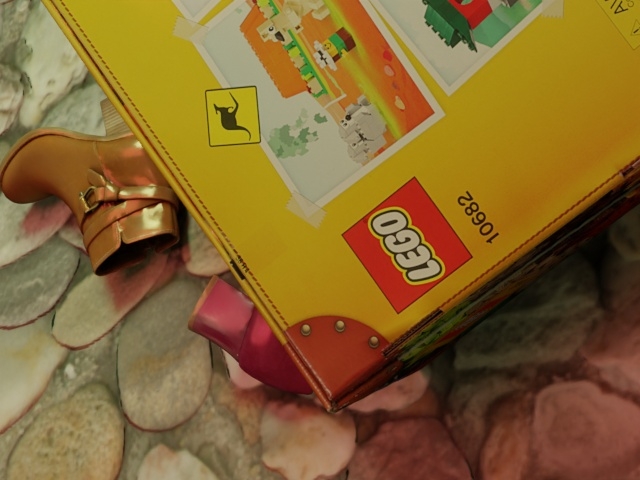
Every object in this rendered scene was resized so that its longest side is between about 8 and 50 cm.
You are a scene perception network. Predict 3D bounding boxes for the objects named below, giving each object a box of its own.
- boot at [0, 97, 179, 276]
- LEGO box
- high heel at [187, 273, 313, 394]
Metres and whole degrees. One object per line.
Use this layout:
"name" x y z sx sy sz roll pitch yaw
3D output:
"boot" -0.211 -0.034 1.575 0.197 0.073 0.152 -28 63 31
"LEGO box" 0.031 -0.196 1.232 0.372 0.193 0.500 -38 81 21
"high heel" 0.000 0.000 1.408 0.117 0.082 0.244 30 79 13
